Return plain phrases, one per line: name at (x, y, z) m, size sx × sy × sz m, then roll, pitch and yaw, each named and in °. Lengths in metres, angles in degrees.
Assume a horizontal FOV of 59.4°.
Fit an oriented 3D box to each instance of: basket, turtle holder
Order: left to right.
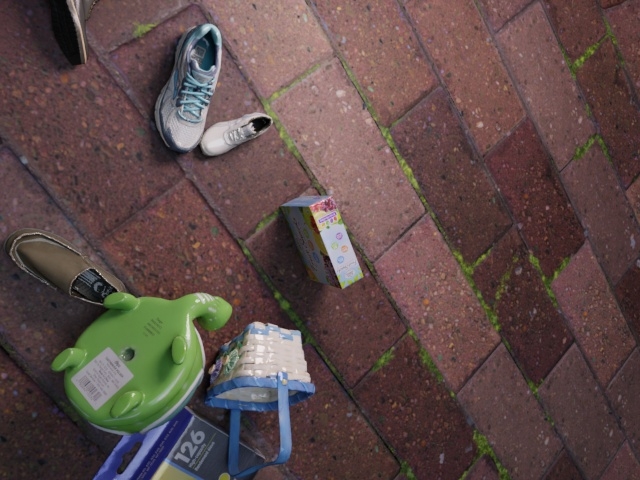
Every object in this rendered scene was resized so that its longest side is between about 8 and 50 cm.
turtle holder at (-0.342, 0.229, 1.121) m, size 0.243 × 0.227 × 0.320 m, roll 9°, pitch 58°, yaw 12°
basket at (-0.137, 0.343, 1.204) m, size 0.201 × 0.255 × 0.289 m, roll 11°, pitch 56°, yaw -32°

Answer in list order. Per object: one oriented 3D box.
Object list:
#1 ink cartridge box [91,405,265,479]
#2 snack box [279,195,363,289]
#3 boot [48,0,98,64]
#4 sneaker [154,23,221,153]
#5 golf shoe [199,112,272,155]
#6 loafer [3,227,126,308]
ink cartridge box at (-0.321, 0.537, 1.231) m, size 0.307 × 0.072 × 0.303 m, roll 41°, pitch 74°, yaw -26°
snack box at (0.000, 0.000, 1.319) m, size 0.070 × 0.174 × 0.207 m, roll -26°, pitch 105°, yaw -22°
boot at (-0.458, -0.459, 1.111) m, size 0.137 × 0.077 × 0.197 m, roll -38°, pitch 133°, yaw -48°
sneaker at (-0.274, -0.326, 1.183) m, size 0.110 × 0.122 × 0.283 m, roll 10°, pitch 87°, yaw -28°
golf shoe at (-0.187, -0.244, 1.256) m, size 0.176 × 0.086 × 0.069 m, roll -33°, pitch 109°, yaw -22°
loafer at (-0.490, 0.057, 1.102) m, size 0.251 × 0.087 × 0.094 m, roll 33°, pitch 76°, yaw -26°
